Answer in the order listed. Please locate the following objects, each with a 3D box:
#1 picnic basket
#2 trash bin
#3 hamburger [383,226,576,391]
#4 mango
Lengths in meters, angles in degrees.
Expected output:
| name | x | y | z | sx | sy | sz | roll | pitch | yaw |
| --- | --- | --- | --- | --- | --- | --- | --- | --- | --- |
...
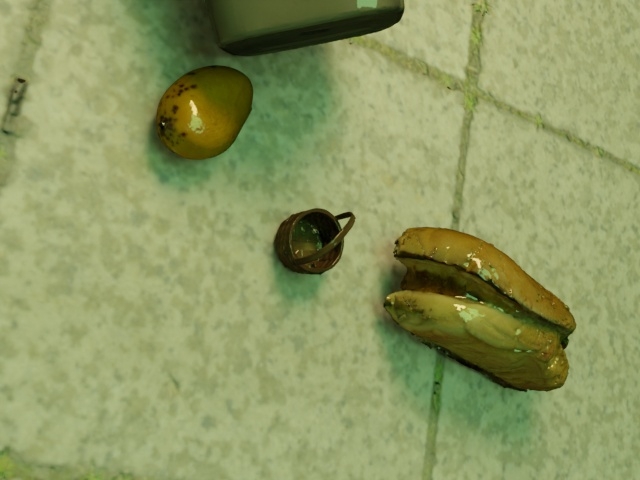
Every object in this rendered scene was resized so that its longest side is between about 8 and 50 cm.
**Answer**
| name | x | y | z | sx | sy | sz | roll | pitch | yaw |
| --- | --- | --- | --- | --- | --- | --- | --- | --- | --- |
| picnic basket | 0.000 | 0.000 | 0.787 | 0.072 | 0.083 | 0.072 | 7 | 77 | -32 |
| trash bin | -0.027 | -0.310 | 0.733 | 0.219 | 0.220 | 0.250 | -10 | 97 | 6 |
| hamburger | 0.190 | 0.072 | 0.875 | 0.262 | 0.131 | 0.124 | 29 | 67 | -31 |
| mango | -0.105 | -0.122 | 0.756 | 0.079 | 0.057 | 0.114 | 49 | 57 | -9 |
